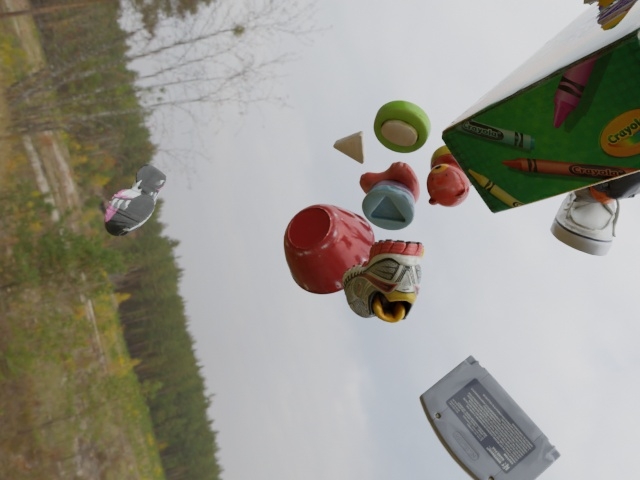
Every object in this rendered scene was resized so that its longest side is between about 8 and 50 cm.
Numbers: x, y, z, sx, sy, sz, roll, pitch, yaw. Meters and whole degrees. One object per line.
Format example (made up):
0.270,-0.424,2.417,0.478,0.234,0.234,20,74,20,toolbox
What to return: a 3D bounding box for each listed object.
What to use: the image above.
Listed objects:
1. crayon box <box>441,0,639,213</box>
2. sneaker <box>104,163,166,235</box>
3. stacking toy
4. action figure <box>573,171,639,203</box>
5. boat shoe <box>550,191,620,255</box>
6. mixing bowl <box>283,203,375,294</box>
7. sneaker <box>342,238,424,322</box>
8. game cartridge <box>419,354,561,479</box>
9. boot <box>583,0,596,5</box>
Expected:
0.240,-0.141,0.470,0.081,0.278,0.165,54,-30,-9,crayon box
-0.334,-0.058,1.128,0.077,0.072,0.178,-57,-175,38,sneaker
0.179,-0.153,1.440,0.279,0.130,0.309,43,-43,-20,stacking toy
0.584,-0.184,1.213,0.330,0.342,0.178,115,-15,-56,action figure
0.632,-0.087,1.441,0.367,0.136,0.156,-36,144,-60,boat shoe
0.000,0.000,1.156,0.098,0.182,0.181,47,14,-51,mixing bowl
0.081,0.075,0.878,0.225,0.088,0.092,111,-16,-67,sneaker
0.378,0.437,1.439,0.297,0.198,0.062,50,-12,22,game cartridge
0.501,-0.493,1.125,0.095,0.259,0.123,-89,-162,-76,boot
